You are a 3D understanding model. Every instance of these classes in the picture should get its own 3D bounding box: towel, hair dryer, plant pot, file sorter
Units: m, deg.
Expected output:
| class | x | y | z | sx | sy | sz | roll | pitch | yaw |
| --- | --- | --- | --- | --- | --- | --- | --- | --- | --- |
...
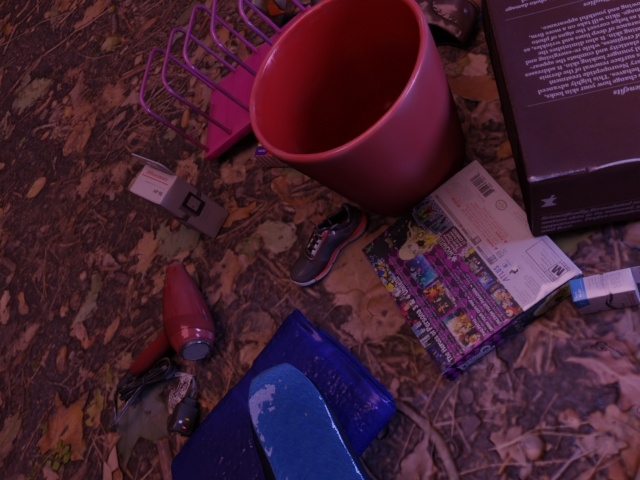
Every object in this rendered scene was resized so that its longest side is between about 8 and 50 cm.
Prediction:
| class | x | y | z | sx | sy | sz | roll | pitch | yaw |
| --- | --- | --- | --- | --- | --- | --- | --- | --- | --- |
| towel | -0.056 | 0.273 | 0.849 | 0.308 | 0.076 | 0.227 | -50 | 45 | 0 |
| hair dryer | -0.272 | 0.173 | 1.046 | 0.223 | 0.080 | 0.294 | -2 | 65 | 35 |
| plant pot | 0.073 | -0.171 | 0.884 | 0.274 | 0.243 | 0.275 | -16 | 57 | 27 |
| file sorter | -0.171 | -0.332 | 1.140 | 0.290 | 0.182 | 0.202 | -30 | 45 | 33 |

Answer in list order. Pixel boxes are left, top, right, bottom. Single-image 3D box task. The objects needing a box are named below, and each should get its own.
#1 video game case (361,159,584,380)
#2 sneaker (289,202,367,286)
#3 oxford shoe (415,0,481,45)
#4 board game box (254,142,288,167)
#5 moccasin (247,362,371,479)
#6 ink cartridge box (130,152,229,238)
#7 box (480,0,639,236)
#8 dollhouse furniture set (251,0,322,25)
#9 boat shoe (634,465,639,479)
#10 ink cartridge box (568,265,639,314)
| class | x | y | z | sx | sy | sz | roll | pitch | yaw |
| --- | --- | --- | --- | --- | --- | --- | --- | --- | --- |
| video game case | 0.190 | 0.032 | 0.824 | 0.210 | 0.042 | 0.232 | -39 | 49 | 9 |
| sneaker | 0.000 | 0.000 | 0.959 | 0.158 | 0.065 | 0.061 | -48 | 48 | 3 |
| oxford shoe | 0.136 | -0.377 | 1.055 | 0.271 | 0.097 | 0.099 | 12 | 79 | 39 |
| board game box | -0.024 | -0.226 | 1.114 | 0.146 | 0.045 | 0.194 | 3 | 67 | 36 |
| moccasin | 0.019 | 0.302 | 0.691 | 0.137 | 0.117 | 0.342 | -16 | 72 | -5 |
| ink cartridge box | -0.264 | -0.078 | 1.110 | 0.104 | 0.180 | 0.060 | 21 | 79 | 41 |
| box | 0.324 | -0.212 | 0.781 | 0.191 | 0.143 | 0.382 | -10 | 58 | 15 |
| dollhouse furniture set | 0.020 | -0.558 | 1.238 | 0.261 | 0.135 | 0.259 | 3 | 79 | 36 |
| boat shoe | 0.324 | 0.273 | 0.576 | 0.083 | 0.076 | 0.226 | 14 | 74 | 39 |
| ink cartridge box | 0.333 | 0.057 | 0.706 | 0.083 | 0.048 | 0.028 | -17 | 57 | 28 |
